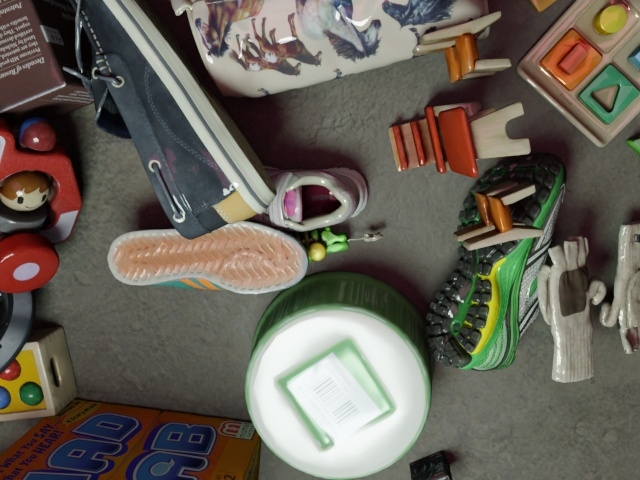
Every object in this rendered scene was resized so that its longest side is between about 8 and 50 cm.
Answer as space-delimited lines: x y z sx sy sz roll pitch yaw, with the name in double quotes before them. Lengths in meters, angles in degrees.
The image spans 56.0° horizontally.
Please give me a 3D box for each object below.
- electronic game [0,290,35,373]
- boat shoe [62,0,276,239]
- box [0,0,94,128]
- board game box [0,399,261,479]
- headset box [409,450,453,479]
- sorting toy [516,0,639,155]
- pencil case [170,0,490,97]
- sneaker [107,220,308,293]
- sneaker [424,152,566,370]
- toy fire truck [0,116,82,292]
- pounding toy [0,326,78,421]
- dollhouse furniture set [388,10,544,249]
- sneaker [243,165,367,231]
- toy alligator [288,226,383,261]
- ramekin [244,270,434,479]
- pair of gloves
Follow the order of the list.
"electronic game" -0.566 0.137 0.963 0.229 0.048 0.229 -5 60 8
"boat shoe" -0.254 -0.219 0.832 0.156 0.187 0.500 -35 85 7
"box" -0.439 -0.285 0.870 0.167 0.168 0.203 -20 98 7
"board game box" -0.303 0.495 0.900 0.356 0.356 0.357 6 100 4
"headset box" 0.181 0.387 0.977 0.062 0.083 0.032 -26 97 10
"sorting toy" 0.412 -0.262 0.861 0.347 0.047 0.196 41 101 -3
"pencil case" 0.016 -0.315 0.822 0.410 0.160 0.184 -12 138 7
"sneaker" -0.160 0.024 0.925 0.302 0.121 0.108 2 89 10
"sneaker" 0.278 0.032 0.903 0.146 0.134 0.344 19 96 -35
"toy fire truck" -0.480 -0.065 0.844 0.169 0.302 0.254 52 125 29
"pounding toy" -0.540 0.203 1.004 0.205 0.094 0.181 -8 99 6
"dollhouse furniture set" 0.172 -0.131 0.797 0.135 0.259 0.262 -13 98 4
"sneaker" -0.057 -0.065 0.904 0.252 0.111 0.103 -6 99 6
"toy alligator" 0.000 0.000 0.938 0.189 0.056 0.051 -18 98 8
"ramekin" 0.029 0.210 0.926 0.303 0.148 0.304 1 100 5
"pair of gloves" 0.409 0.083 0.879 0.240 0.042 0.204 -13 98 -26
